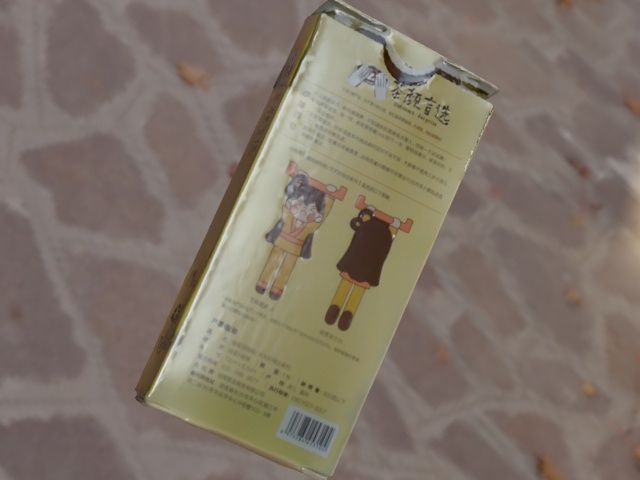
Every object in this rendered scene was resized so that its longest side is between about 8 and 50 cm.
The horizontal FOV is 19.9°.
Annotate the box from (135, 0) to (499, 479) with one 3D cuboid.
[{"bbox_3d":[0.000,0.000,0.611,0.073,0.149,0.020,27,-6,-19],"label":"box"}]
